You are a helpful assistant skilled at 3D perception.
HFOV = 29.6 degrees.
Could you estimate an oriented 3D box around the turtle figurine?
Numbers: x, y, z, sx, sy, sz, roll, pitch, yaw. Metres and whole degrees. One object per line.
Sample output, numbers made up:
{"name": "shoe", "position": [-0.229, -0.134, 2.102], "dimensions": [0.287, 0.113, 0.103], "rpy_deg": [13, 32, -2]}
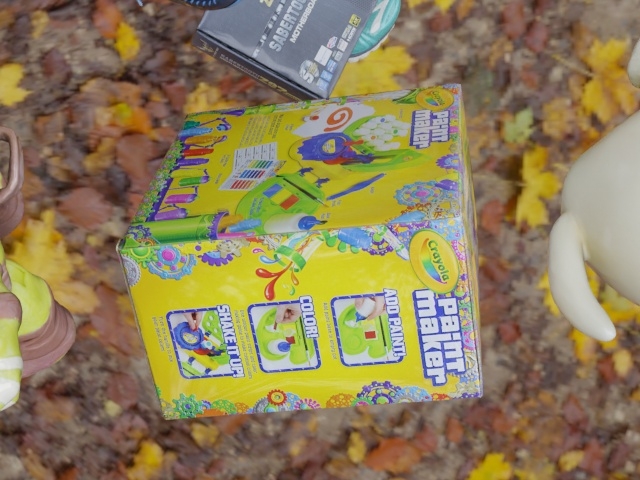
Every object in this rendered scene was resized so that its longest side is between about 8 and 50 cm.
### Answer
{"name": "turtle figurine", "position": [-0.164, -0.035, 0.466], "dimensions": [0.087, 0.217, 0.269], "rpy_deg": [-39, 72, -11]}

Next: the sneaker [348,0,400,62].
{"name": "sneaker", "position": [0.018, -0.297, 1.645], "dimensions": [0.275, 0.110, 0.107], "rpy_deg": [-29, 85, -37]}

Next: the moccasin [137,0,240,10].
{"name": "moccasin", "position": [-0.230, -0.342, 1.287], "dimensions": [0.117, 0.342, 0.137], "rpy_deg": [-19, 137, -64]}

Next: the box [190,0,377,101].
{"name": "box", "position": [-0.030, -0.302, 1.510], "dimensions": [0.183, 0.059, 0.232], "rpy_deg": [29, 74, -8]}

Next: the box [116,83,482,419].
{"name": "box", "position": [0.000, 0.000, 1.102], "dimensions": [0.279, 0.290, 0.177], "rpy_deg": [-5, 117, 10]}

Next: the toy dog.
{"name": "toy dog", "position": [0.434, -0.021, 1.025], "dimensions": [0.395, 0.408, 0.284], "rpy_deg": [-34, 137, -31]}
